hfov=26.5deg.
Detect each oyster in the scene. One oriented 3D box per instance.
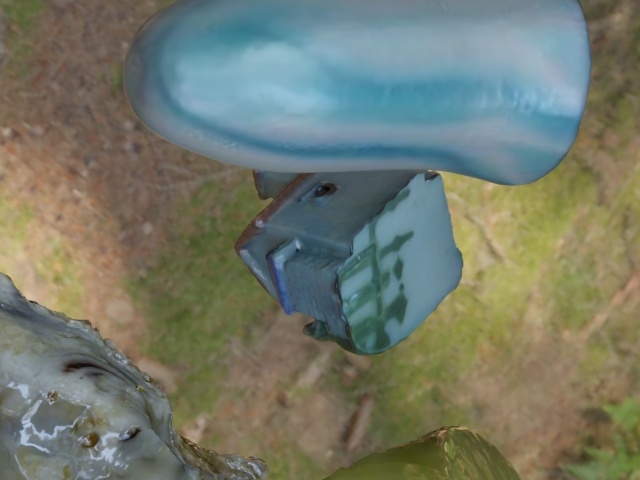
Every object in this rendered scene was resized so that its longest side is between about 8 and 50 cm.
[{"bbox_3d":[-0.230,0.182,1.246,0.204,0.111,0.396,-43,125,1],"label":"oyster"}]

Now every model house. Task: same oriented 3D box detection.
[{"bbox_3d":[0.000,0.000,2.092,0.295,0.329,0.252,-44,139,-33],"label":"model house"}]

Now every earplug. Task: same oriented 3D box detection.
[{"bbox_3d":[0.014,-0.117,0.970,0.324,0.185,0.185,-7,126,-32],"label":"earplug"}]

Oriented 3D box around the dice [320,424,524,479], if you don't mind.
[{"bbox_3d":[0.056,0.284,0.969,0.238,0.227,0.233,-31,156,16],"label":"dice"}]
